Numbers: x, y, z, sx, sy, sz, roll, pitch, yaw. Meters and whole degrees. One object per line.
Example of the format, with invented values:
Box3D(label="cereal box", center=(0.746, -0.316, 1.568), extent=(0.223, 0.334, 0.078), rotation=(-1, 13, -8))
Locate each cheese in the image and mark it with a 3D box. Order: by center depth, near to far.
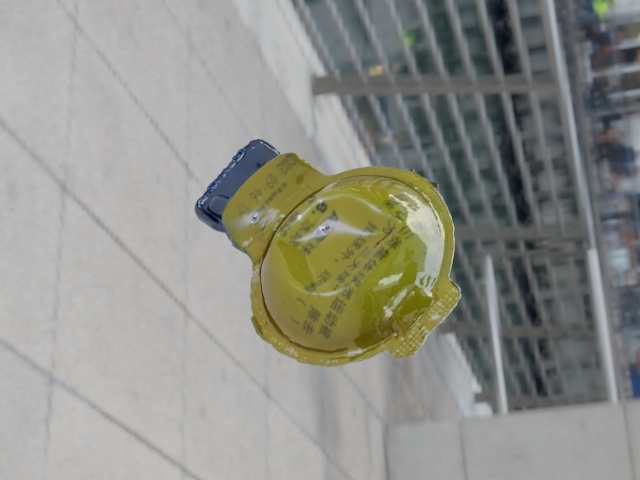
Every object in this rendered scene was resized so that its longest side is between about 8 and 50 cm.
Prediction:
Box3D(label="cheese", center=(0.000, 0.000, 0.963), extent=(0.270, 0.177, 0.069), rotation=(36, -7, 39))
